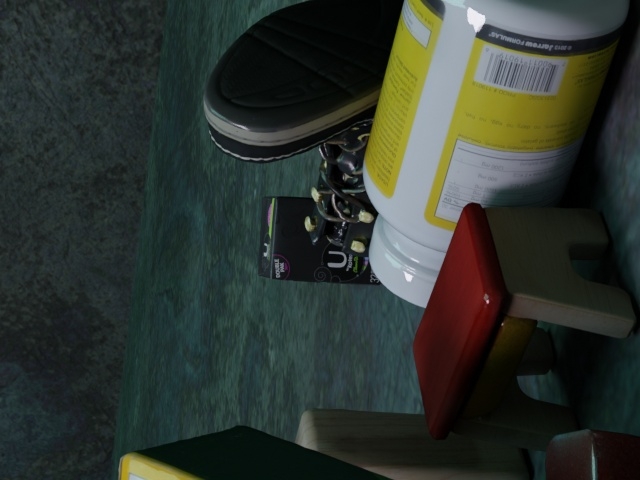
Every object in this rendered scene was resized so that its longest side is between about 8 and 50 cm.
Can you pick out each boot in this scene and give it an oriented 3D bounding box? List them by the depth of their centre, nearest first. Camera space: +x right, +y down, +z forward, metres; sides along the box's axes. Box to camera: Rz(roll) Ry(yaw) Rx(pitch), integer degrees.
[{"bbox_3d":[0.016,-0.054,0.862,0.236,0.085,0.179,-39,-32,-44],"label":"boot"}]

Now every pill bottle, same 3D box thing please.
[{"bbox_3d":[0.078,-0.057,0.741,0.103,0.103,0.184,-103,21,-50],"label":"pill bottle"}]

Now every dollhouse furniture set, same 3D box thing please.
[{"bbox_3d":[0.036,0.180,0.747,0.201,0.152,0.374,-100,19,-46],"label":"dollhouse furniture set"}]

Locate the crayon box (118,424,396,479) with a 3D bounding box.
[{"bbox_3d":[0.053,0.214,0.574,0.323,0.083,0.203,14,102,38],"label":"crayon box"}]

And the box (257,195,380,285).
[{"bbox_3d":[0.000,0.000,1.101,0.052,0.083,0.062,-173,87,-77],"label":"box"}]
